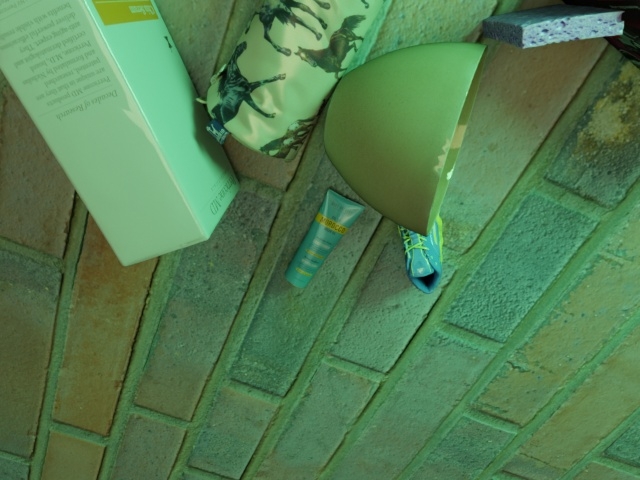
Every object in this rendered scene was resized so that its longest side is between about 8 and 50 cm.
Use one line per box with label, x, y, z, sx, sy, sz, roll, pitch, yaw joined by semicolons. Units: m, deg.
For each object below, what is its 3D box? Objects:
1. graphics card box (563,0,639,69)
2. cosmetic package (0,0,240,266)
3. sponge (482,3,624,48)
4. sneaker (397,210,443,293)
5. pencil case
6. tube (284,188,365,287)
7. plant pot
graphics card box;0.498;-0.275;0.660;0.370;0.233;0.094;31;113;-14
cosmetic package;-0.306;-0.219;0.747;0.161;0.230;0.454;-17;115;13
sponge;0.307;-0.298;0.674;0.117;0.210;0.031;-7;117;7
sneaker;0.187;-0.007;0.896;0.091;0.126;0.240;-13;118;12
pencil case;-0.027;-0.319;0.717;0.183;0.160;0.410;27;118;-14
tube;0.000;0.000;0.965;0.080;0.052;0.207;23;113;-21
plant pot;0.116;-0.169;0.748;0.190;0.284;0.284;19;121;15
